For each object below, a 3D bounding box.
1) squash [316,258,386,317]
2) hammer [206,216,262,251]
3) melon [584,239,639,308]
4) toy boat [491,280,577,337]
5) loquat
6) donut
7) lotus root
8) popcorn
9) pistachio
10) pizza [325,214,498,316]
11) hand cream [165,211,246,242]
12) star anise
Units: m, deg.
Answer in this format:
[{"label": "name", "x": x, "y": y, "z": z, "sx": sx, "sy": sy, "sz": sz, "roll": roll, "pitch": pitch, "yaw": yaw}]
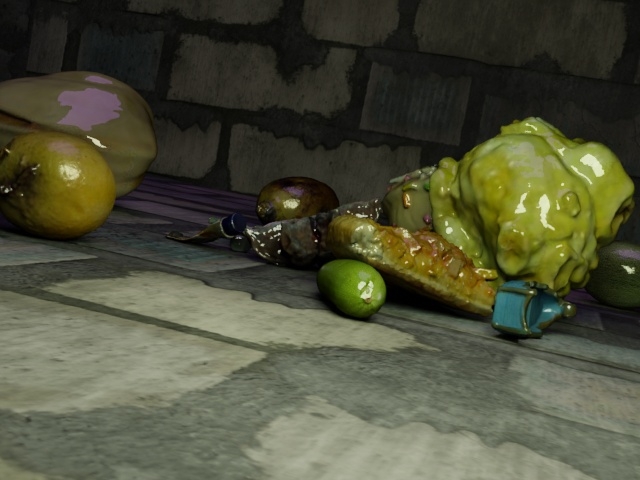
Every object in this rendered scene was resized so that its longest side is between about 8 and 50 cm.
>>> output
[{"label": "squash", "x": 0.034, "y": 0.056, "z": 1.070, "sx": 0.066, "sy": 0.066, "sz": 0.201, "roll": 10, "pitch": 2, "yaw": -11}, {"label": "hammer", "x": -0.156, "y": -0.010, "z": 1.603, "sx": 0.111, "sy": 0.033, "sz": 0.288, "roll": 11, "pitch": 5, "yaw": -10}, {"label": "melon", "x": 0.608, "y": 0.069, "z": 1.725, "sx": 0.192, "sy": 0.139, "sz": 0.139, "roll": 13, "pitch": 5, "yaw": 35}, {"label": "toy boat", "x": 0.282, "y": 0.091, "z": 1.109, "sx": 0.077, "sy": 0.075, "sz": 0.185, "roll": 10, "pitch": 0, "yaw": 25}, {"label": "loquat", "x": -0.371, "y": -0.075, "z": 1.211, "sx": 0.172, "sy": 0.149, "sz": 0.204, "roll": 8, "pitch": -8, "yaw": 22}, {"label": "donut", "x": 0.291, "y": -0.020, "z": 1.614, "sx": 0.371, "sy": 0.150, "sz": 0.307, "roll": 9, "pitch": -16, "yaw": -13}, {"label": "lotus root", "x": -0.052, "y": -0.076, "z": 1.947, "sx": 0.170, "sy": 0.141, "sz": 0.314, "roll": 8, "pitch": 5, "yaw": 23}, {"label": "popcorn", "x": 0.321, "y": -0.027, "z": 1.339, "sx": 0.312, "sy": 0.312, "sz": 0.312, "roll": 11, "pitch": 5, "yaw": -1}, {"label": "pistachio", "x": -0.540, "y": -0.226, "z": 1.813, "sx": 0.446, "sy": 0.281, "sz": 0.365, "roll": 17, "pitch": 3, "yaw": 24}, {"label": "pizza", "x": 0.087, "y": 0.016, "z": 1.214, "sx": 0.268, "sy": 0.087, "sz": 0.258, "roll": 23, "pitch": -6, "yaw": -32}, {"label": "hand cream", "x": -0.191, "y": -0.013, "z": 1.442, "sx": 0.163, "sy": 0.038, "sz": 0.062, "roll": -14, "pitch": -9, "yaw": 41}, {"label": "star anise", "x": 0.001, "y": 0.000, "z": 1.410, "sx": 0.236, "sy": 0.108, "sz": 0.223, "roll": -12, "pitch": -4, "yaw": -41}]
